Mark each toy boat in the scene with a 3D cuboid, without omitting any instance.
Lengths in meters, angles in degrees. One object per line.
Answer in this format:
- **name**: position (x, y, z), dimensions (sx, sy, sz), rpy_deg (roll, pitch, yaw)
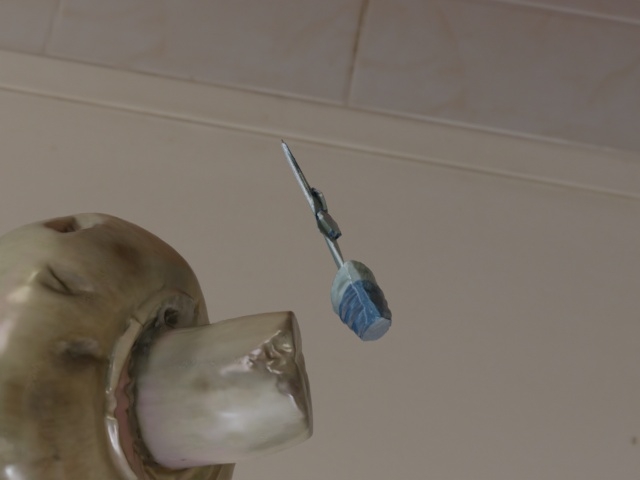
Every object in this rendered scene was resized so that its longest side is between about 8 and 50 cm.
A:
- **toy boat**: position (0.005, 0.009, 0.786), dimensions (0.149, 0.034, 0.105), rpy_deg (56, 171, 38)

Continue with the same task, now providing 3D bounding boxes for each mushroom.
- **mushroom**: position (-0.188, 0.146, 1.115), dimensions (0.325, 0.353, 0.353), rpy_deg (114, 167, -76)
